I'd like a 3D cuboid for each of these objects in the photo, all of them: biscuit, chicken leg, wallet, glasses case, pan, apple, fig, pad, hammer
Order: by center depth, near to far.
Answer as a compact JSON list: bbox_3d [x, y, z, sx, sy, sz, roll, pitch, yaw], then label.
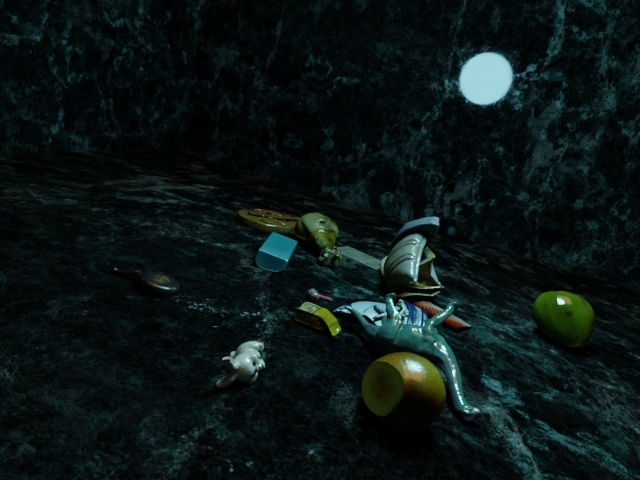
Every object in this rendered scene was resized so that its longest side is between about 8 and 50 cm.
[{"bbox_3d":[0.175,0.310,0.996,0.163,0.146,0.147,14,18,-11],"label":"apple"},{"bbox_3d":[-0.487,0.103,1.342,0.212,0.040,0.115,19,9,17],"label":"pan"},{"bbox_3d":[0.000,0.183,1.558,0.083,0.031,0.052,20,14,-23],"label":"hammer"},{"bbox_3d":[0.420,0.261,1.683,0.103,0.020,0.196,2,19,-43],"label":"wallet"},{"bbox_3d":[0.873,0.294,1.736,0.203,0.203,0.225,13,54,-8],"label":"fig"},{"bbox_3d":[-0.165,0.045,1.849,0.117,0.070,0.301,21,12,0],"label":"glasses case"},{"bbox_3d":[0.000,0.000,2.074,0.201,0.152,0.429,-3,26,-16],"label":"chicken leg"},{"bbox_3d":[0.186,0.074,2.200,0.265,0.009,0.159,24,17,34],"label":"pad"},{"bbox_3d":[-0.229,-0.102,2.358,0.367,0.063,0.314,3,19,-35],"label":"biscuit"}]

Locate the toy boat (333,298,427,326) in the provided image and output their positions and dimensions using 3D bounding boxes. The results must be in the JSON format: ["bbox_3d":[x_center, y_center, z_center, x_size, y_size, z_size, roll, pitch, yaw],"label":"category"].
[{"bbox_3d":[0.196,0.239,1.467,0.292,0.070,0.210,2,17,-18],"label":"toy boat"}]

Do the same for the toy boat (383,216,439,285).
[{"bbox_3d":[0.315,0.048,1.804,0.111,0.293,0.276,41,-26,-10],"label":"toy boat"}]

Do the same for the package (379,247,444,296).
[{"bbox_3d":[0.374,0.137,1.927,0.165,0.221,0.311,53,7,-11],"label":"package"}]

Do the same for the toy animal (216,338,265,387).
[{"bbox_3d":[-0.159,0.257,1.010,0.085,0.071,0.124,15,14,-2],"label":"toy animal"}]

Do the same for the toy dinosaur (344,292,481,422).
[{"bbox_3d":[0.212,0.296,1.235,0.383,0.129,0.331,-1,39,20],"label":"toy dinosaur"}]

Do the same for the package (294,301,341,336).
[{"bbox_3d":[-0.005,0.220,1.358,0.131,0.047,0.071,19,12,24],"label":"package"}]
